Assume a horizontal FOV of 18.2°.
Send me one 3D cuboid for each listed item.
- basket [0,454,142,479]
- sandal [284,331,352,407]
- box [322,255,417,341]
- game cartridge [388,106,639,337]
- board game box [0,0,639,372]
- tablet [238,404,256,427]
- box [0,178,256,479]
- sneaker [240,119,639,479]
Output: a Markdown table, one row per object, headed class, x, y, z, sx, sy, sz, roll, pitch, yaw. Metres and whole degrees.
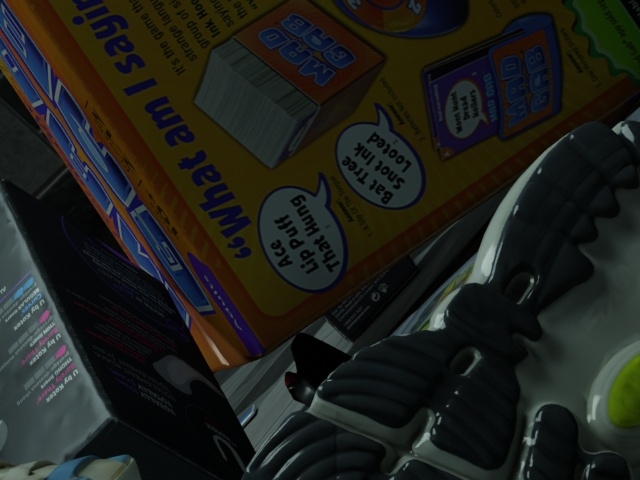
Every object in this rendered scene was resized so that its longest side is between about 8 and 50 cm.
| class | x | y | z | sx | sy | sz | roll | pitch | yaw |
| --- | --- | --- | --- | --- | --- | --- | --- | --- | --- |
| basket | -0.218 | 0.231 | 0.999 | 0.289 | 0.201 | 0.255 | -12 | 16 | 21 |
| sandal | 0.003 | 0.100 | 1.300 | 0.040 | 0.067 | 0.179 | -62 | 1 | 10 |
| box | 0.000 | 0.000 | 1.809 | 0.093 | 0.158 | 0.156 | -47 | 3 | 2 |
| game cartridge | 0.080 | 0.047 | 0.936 | 0.294 | 0.060 | 0.196 | -45 | -1 | 41 |
| board game box | -0.018 | -0.153 | 1.423 | 0.356 | 0.356 | 0.356 | -34 | 0 | -11 |
| tablet | -0.094 | 0.201 | 2.019 | 0.083 | 0.006 | 0.054 | -48 | 3 | 3 |
| box | -0.159 | 0.113 | 1.270 | 0.143 | 0.165 | 0.270 | -47 | 38 | 10 |
| sneaker | 0.055 | 0.079 | 0.634 | 0.275 | 0.107 | 0.110 | -43 | -20 | -34 |
